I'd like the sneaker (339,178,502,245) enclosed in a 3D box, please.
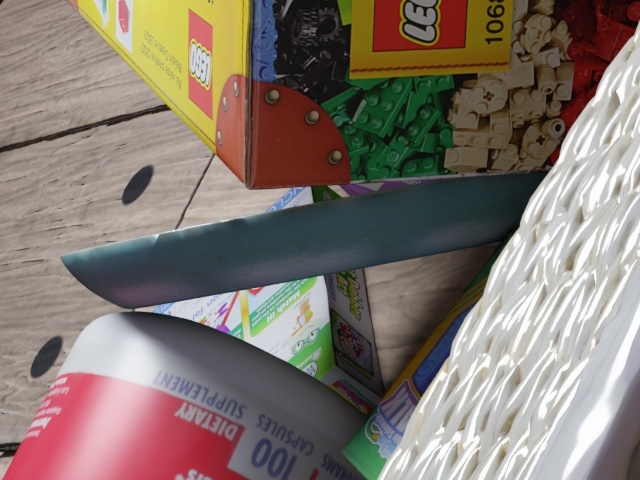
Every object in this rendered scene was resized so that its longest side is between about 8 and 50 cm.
[{"bbox_3d":[0.066,-0.078,1.313,0.282,0.161,0.102,-1,55,55],"label":"sneaker"}]

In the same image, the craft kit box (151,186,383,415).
[{"bbox_3d":[-0.067,0.103,1.420,0.250,0.061,0.246,-41,27,22],"label":"craft kit box"}]

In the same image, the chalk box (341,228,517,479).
[{"bbox_3d":[0.113,0.127,1.026,0.213,0.132,0.132,-51,28,0],"label":"chalk box"}]

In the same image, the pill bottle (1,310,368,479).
[{"bbox_3d":[-0.130,0.268,1.130,0.229,0.229,0.407,-7,52,54],"label":"pill bottle"}]

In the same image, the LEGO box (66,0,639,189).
[{"bbox_3d":[0.059,-0.202,1.196,0.500,0.373,0.193,-134,43,-64],"label":"LEGO box"}]

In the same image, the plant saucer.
[{"bbox_3d":[0.000,0.000,1.137,0.318,0.318,0.043,-12,88,52],"label":"plant saucer"}]

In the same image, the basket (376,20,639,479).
[{"bbox_3d":[0.218,0.091,0.652,0.331,0.328,0.266,-61,7,-13],"label":"basket"}]
